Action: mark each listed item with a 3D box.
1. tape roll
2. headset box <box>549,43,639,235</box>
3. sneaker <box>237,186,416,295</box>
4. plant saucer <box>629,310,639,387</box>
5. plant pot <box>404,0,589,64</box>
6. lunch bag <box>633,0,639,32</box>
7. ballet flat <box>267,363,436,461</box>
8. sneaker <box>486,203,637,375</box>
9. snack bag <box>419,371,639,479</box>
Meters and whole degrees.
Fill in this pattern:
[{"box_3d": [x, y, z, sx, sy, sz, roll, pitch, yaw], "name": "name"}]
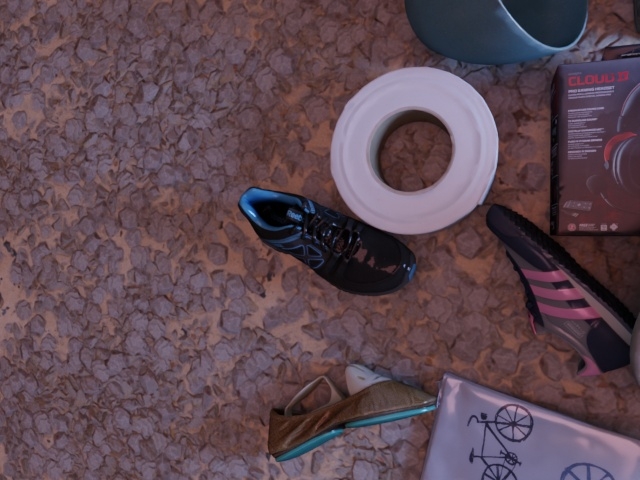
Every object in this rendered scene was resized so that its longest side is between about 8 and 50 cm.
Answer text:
[{"box_3d": [0.165, -0.149, 0.885, 0.286, 0.100, 0.286, 0, 90, 18], "name": "tape roll"}, {"box_3d": [0.474, -0.152, 0.774, 0.218, 0.110, 0.293, 1, 91, 19], "name": "headset box"}, {"box_3d": [0.000, 0.000, 0.892, 0.341, 0.139, 0.125, 19, 78, 24], "name": "sneaker"}, {"box_3d": [0.593, 0.070, 0.681, 0.401, 0.100, 0.400, -4, 121, -7], "name": "plant saucer"}, {"box_3d": [0.247, -0.399, 0.787, 0.195, 0.290, 0.290, -11, 87, 55], "name": "plant pot"}, {"box_3d": [0.555, -0.434, 0.677, 0.169, 0.235, 0.287, 36, 101, 9], "name": "lunch bag"}, {"box_3d": [0.040, 0.306, 0.941, 0.342, 0.116, 0.124, -27, 63, 21], "name": "ballet flat"}, {"box_3d": [0.364, 0.083, 0.817, 0.319, 0.112, 0.131, 50, 121, 16], "name": "sneaker"}, {"box_3d": [0.333, 0.429, 0.857, 0.343, 0.037, 0.322, 14, 96, 27], "name": "snack bag"}]
